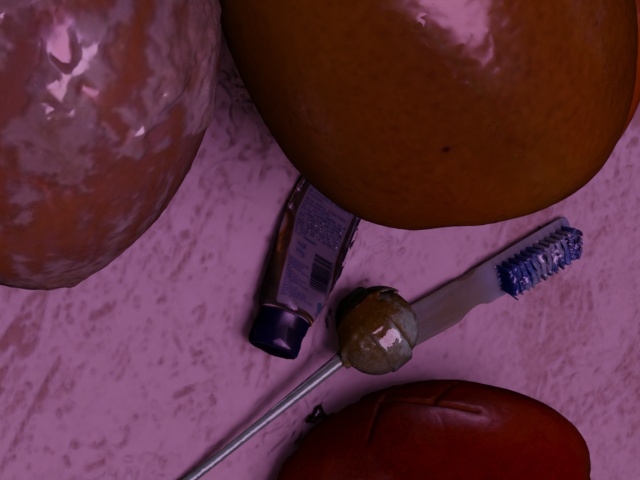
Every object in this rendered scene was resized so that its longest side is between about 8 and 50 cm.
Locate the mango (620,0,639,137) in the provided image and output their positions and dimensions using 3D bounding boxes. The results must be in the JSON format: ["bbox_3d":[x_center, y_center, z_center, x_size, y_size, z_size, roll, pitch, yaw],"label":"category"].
[{"bbox_3d":[0.152,-0.116,1.195,0.141,0.102,0.217,26,85,-29],"label":"mango"}]

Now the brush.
[{"bbox_3d":[0.119,0.036,1.258,0.178,0.030,0.033,-28,126,-25],"label":"brush"}]

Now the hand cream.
[{"bbox_3d":[0.000,0.000,1.168,0.062,0.039,0.163,32,78,-33],"label":"hand cream"}]

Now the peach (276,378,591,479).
[{"bbox_3d":[0.076,0.188,1.209,0.190,0.226,0.196,69,21,-60],"label":"peach"}]

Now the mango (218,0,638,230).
[{"bbox_3d":[0.046,-0.173,1.009,0.264,0.221,0.378,-51,123,-48],"label":"mango"}]

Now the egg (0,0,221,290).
[{"bbox_3d":[-0.153,-0.090,0.940,0.203,0.203,0.245,-5,111,-33],"label":"egg"}]

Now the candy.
[{"bbox_3d":[-0.019,0.103,1.178,0.202,0.061,0.061,-37,120,-11],"label":"candy"}]
